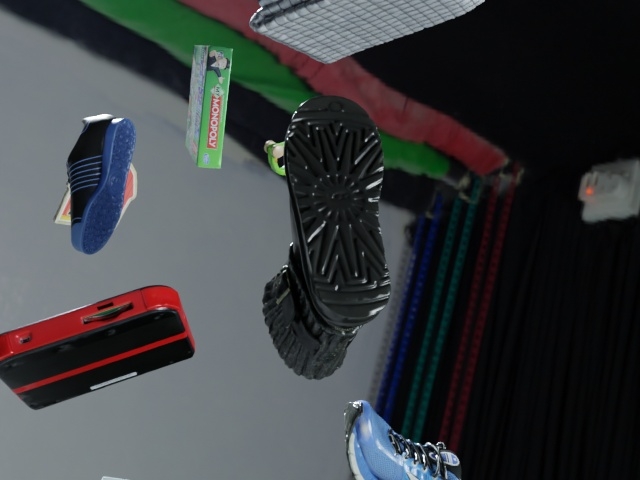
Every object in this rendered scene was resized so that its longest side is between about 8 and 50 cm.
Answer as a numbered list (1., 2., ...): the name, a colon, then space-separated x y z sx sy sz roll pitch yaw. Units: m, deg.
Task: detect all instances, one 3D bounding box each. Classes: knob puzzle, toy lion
1. knob puzzle: -0.477 -0.109 1.872 0.030 0.213 0.213 39 -2 32
2. toy lion: -0.047 -0.149 1.529 0.034 0.100 0.096 31 -37 45

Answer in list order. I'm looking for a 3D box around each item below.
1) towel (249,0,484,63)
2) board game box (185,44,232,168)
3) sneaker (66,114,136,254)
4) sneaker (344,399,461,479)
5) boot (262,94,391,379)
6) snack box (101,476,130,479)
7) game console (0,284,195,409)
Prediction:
1. towel: 0.062 -0.367 1.204 0.284 0.121 0.235 -15 -10 29
2. board game box: -0.220 -0.266 1.626 0.046 0.213 0.317 3 13 -14
3. sneaker: -0.372 -0.093 1.374 0.090 0.232 0.081 8 -13 26
4. sneaker: 0.150 0.366 1.406 0.147 0.130 0.330 -27 -56 18
5. boot: -0.004 0.001 1.186 0.131 0.348 0.260 4 -24 -11
6. snack box: -0.158 0.322 0.909 0.187 0.060 0.322 14 -28 -12
7. game console: -0.462 0.226 1.749 0.386 0.060 0.342 -18 -24 -9
